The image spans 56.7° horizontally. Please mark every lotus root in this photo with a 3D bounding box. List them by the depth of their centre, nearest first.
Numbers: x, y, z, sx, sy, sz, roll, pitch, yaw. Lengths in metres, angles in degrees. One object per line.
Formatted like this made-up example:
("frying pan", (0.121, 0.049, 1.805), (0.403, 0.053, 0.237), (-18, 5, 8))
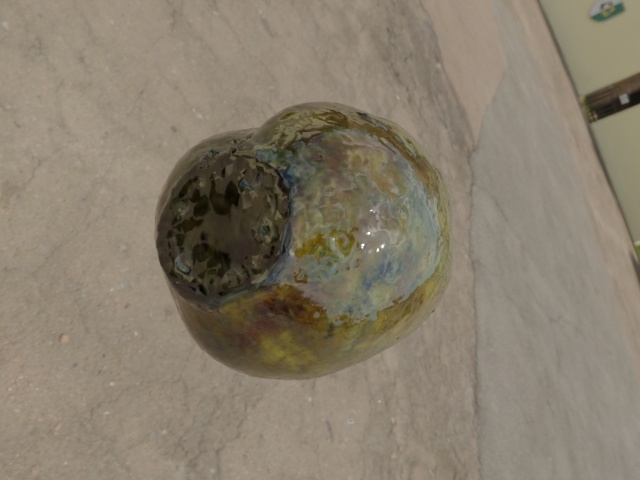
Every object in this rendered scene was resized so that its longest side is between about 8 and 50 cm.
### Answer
("lotus root", (0.000, 0.000, 0.544), (0.346, 0.250, 0.251), (5, 67, -68))
